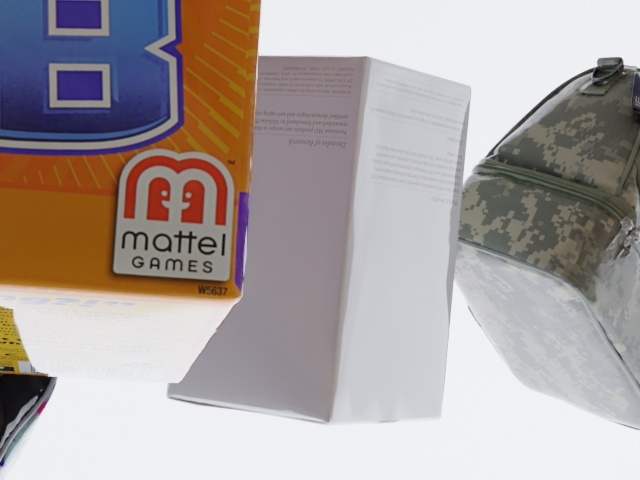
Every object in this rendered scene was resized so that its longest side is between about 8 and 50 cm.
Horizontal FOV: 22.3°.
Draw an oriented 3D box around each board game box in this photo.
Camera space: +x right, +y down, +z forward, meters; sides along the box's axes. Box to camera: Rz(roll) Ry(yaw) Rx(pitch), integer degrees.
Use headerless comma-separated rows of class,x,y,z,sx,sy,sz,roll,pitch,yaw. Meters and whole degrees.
board game box,-0.228,-0.124,0.906,0.356,0.356,0.356,5,-101,-9

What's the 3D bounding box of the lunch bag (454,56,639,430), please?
lunch bag,0.287,0.001,1.620,0.212,0.305,0.256,16,-118,45

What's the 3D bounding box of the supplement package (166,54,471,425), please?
supplement package,0.000,0.000,1.369,0.175,0.177,0.293,5,-92,35

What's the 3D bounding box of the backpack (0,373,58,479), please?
backpack,-0.331,0.125,1.240,0.225,0.191,0.253,33,-138,-1
